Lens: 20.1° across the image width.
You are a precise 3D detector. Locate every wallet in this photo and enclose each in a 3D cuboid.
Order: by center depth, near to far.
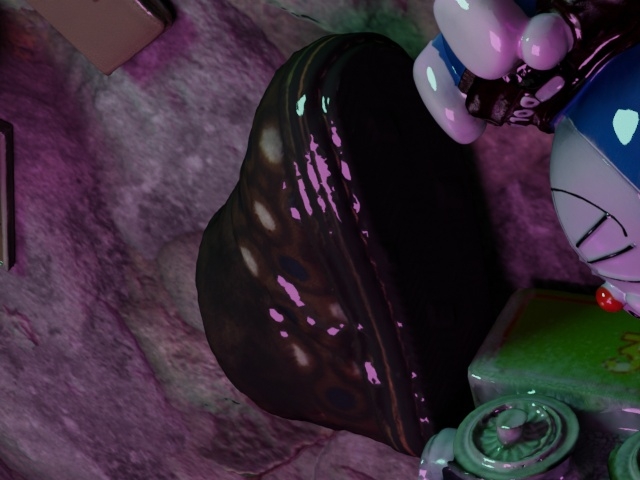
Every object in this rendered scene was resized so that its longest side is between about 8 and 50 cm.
[{"bbox_3d":[-0.203,-0.216,1.523,0.152,0.039,0.118,46,141,-17],"label":"wallet"}]

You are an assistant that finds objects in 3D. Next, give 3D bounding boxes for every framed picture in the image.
[{"bbox_3d":[-0.372,-0.068,1.803,0.150,0.015,0.203,24,139,14],"label":"framed picture"}]

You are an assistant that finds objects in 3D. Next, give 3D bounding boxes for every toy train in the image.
[{"bbox_3d":[0.244,0.169,1.412,0.307,0.249,0.173,7,129,29],"label":"toy train"}]

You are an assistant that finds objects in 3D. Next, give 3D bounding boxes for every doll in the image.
[{"bbox_3d":[0.234,-0.082,1.201,0.310,0.240,0.284,47,-178,7],"label":"doll"}]

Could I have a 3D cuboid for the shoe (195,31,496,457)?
[{"bbox_3d":[0.000,0.000,1.490,0.237,0.171,0.384,9,131,37],"label":"shoe"}]
